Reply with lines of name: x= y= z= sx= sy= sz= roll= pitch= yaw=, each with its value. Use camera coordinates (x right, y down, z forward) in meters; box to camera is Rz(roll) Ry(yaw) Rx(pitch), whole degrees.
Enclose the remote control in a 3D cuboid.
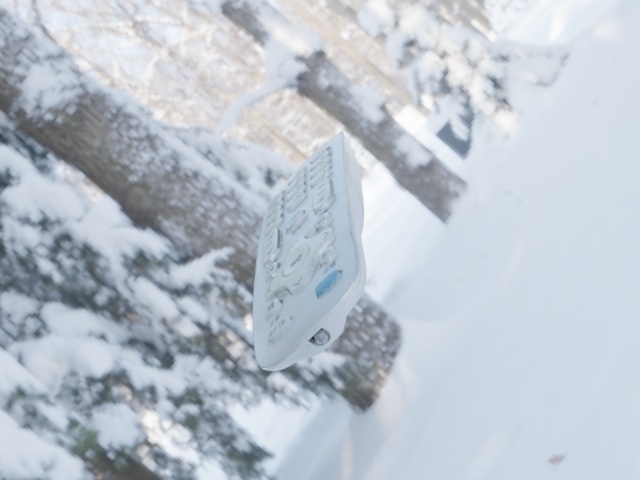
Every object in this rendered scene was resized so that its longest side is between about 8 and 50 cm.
remote control: x=0.000 y=0.000 z=0.590 sx=0.073 sy=0.044 sz=0.229 roll=-43 pitch=19 yaw=16
